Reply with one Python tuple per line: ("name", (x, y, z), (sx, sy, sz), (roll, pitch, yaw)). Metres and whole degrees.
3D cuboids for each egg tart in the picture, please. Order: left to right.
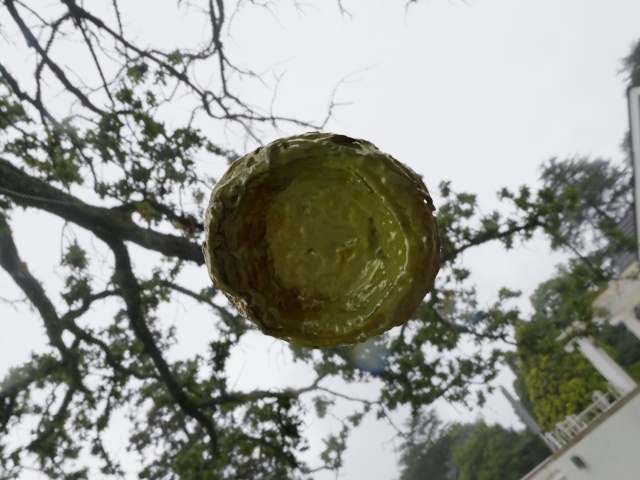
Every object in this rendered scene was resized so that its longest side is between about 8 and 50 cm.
("egg tart", (-0.001, -0.001, 0.541), (0.213, 0.212, 0.090), (-50, 9, 20))
